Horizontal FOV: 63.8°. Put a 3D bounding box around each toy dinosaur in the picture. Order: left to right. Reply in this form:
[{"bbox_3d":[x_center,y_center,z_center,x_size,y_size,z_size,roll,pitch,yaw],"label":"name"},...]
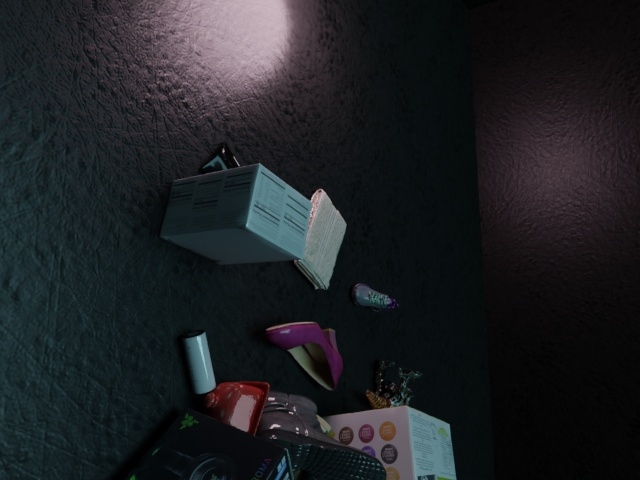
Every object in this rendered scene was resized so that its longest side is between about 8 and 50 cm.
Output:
[{"bbox_3d":[0.263,0.564,1.883,0.322,0.164,0.218,38,70,-74],"label":"toy dinosaur"}]

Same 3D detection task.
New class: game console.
[{"bbox_3d":[-0.246,-0.170,1.315,0.107,0.071,0.122,-100,164,-55],"label":"game console"}]

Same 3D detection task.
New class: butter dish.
[{"bbox_3d":[-0.216,0.385,1.180,0.118,0.159,0.160,40,54,-33],"label":"butter dish"}]

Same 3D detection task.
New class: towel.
[{"bbox_3d":[0.000,0.000,1.634,0.187,0.049,0.282,54,44,-40],"label":"towel"}]

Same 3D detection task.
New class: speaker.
[{"bbox_3d":[-0.278,0.278,1.176,0.055,0.055,0.136,-21,103,-55],"label":"speaker"}]

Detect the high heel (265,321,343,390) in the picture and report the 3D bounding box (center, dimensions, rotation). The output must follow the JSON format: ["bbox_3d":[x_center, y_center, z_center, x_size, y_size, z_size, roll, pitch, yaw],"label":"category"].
[{"bbox_3d":[-0.034,0.334,1.461,0.377,0.127,0.181,24,56,-57],"label":"high heel"}]

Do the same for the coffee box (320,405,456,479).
[{"bbox_3d":[0.190,0.700,1.524,0.338,0.337,0.334,37,44,-48],"label":"coffee box"}]

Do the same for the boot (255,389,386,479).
[{"bbox_3d":[-0.005,0.469,1.249,0.118,0.338,0.223,-61,-168,13],"label":"boot"}]

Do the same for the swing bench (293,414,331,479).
[{"bbox_3d":[-0.071,0.590,1.301,0.253,0.165,0.255,-21,87,-55],"label":"swing bench"}]

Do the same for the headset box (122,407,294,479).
[{"bbox_3d":[-0.238,0.497,1.023,0.246,0.283,0.131,-47,140,-47],"label":"headset box"}]

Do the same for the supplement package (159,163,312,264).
[{"bbox_3d":[-0.187,-0.047,1.162,0.204,0.261,0.145,33,60,-50],"label":"supplement package"}]

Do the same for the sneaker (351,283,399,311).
[{"bbox_3d":[0.200,0.205,1.861,0.223,0.098,0.083,25,66,-53],"label":"sneaker"}]
